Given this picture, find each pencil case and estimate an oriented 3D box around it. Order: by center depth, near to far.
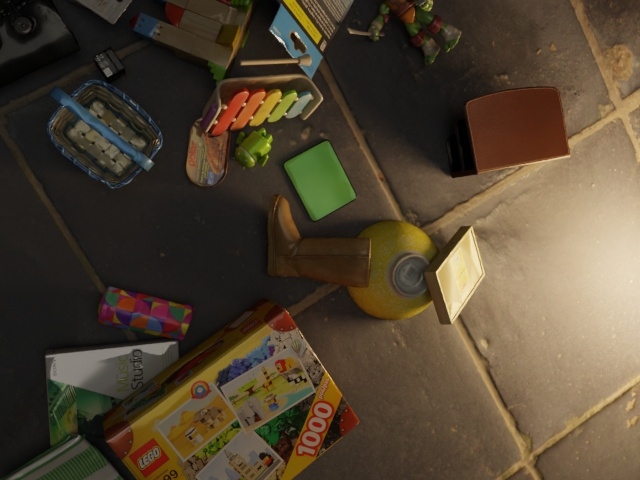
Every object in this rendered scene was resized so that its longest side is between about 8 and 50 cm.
[{"bbox_3d":[-0.440,0.186,1.660,0.236,0.104,0.104,16,89,-17],"label":"pencil case"}]

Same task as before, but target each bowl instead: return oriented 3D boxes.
[{"bbox_3d":[0.225,0.089,1.806,0.290,0.156,0.289,-1,93,-16],"label":"bowl"}]

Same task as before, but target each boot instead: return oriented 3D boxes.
[{"bbox_3d":[-0.759,-0.360,1.523,0.445,0.146,0.367,-35,103,-15],"label":"boot"},{"bbox_3d":[0.000,0.000,1.727,0.270,0.089,0.236,3,106,9],"label":"boot"}]

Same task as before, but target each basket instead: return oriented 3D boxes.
[{"bbox_3d":[-0.500,-0.250,1.513,0.255,0.289,0.201,41,87,-17],"label":"basket"}]

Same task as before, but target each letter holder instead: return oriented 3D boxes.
[{"bbox_3d":[0.523,-0.312,1.869,0.302,0.152,0.214,-12,94,-15],"label":"letter holder"}]

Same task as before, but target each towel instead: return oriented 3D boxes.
[{"bbox_3d":[-0.611,0.649,1.628,0.248,0.038,0.324,-32,116,-11],"label":"towel"}]

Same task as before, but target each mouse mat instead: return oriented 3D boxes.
[{"bbox_3d":[0.000,-0.164,1.805,0.153,0.007,0.189,-30,102,-12],"label":"mouse mat"}]

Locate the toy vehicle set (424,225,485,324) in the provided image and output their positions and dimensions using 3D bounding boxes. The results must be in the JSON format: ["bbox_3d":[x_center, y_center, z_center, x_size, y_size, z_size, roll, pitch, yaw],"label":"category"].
[{"bbox_3d":[0.377,0.091,1.817,0.267,0.035,0.165,-42,120,-46],"label":"toy vehicle set"}]

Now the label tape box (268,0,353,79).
[{"bbox_3d":[-0.033,-0.616,1.649,0.333,0.106,0.241,-62,149,-5],"label":"label tape box"}]

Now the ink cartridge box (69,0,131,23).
[{"bbox_3d":[-0.533,-0.639,1.578,0.225,0.056,0.181,34,83,-1],"label":"ink cartridge box"}]

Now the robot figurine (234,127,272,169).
[{"bbox_3d":[-0.177,-0.240,1.719,0.101,0.067,0.115,44,83,3],"label":"robot figurine"}]

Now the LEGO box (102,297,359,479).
[{"bbox_3d":[-0.217,0.445,1.640,0.500,0.193,0.372,-36,105,-15],"label":"LEGO box"}]

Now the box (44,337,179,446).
[{"bbox_3d":[-0.517,0.376,1.656,0.322,0.058,0.232,-4,94,-19],"label":"box"}]

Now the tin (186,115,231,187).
[{"bbox_3d":[-0.293,-0.231,1.705,0.106,0.040,0.189,7,91,-20],"label":"tin"}]

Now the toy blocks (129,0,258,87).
[{"bbox_3d":[-0.300,-0.596,1.625,0.261,0.191,0.381,21,88,-5],"label":"toy blocks"}]

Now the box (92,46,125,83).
[{"bbox_3d":[-0.515,-0.427,1.605,0.052,0.083,0.062,-34,102,-10],"label":"box"}]

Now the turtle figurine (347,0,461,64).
[{"bbox_3d":[0.226,-0.573,1.750,0.266,0.274,0.198,36,118,-19],"label":"turtle figurine"}]

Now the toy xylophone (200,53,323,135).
[{"bbox_3d":[-0.143,-0.359,1.626,0.323,0.236,0.081,-16,77,-25],"label":"toy xylophone"}]
